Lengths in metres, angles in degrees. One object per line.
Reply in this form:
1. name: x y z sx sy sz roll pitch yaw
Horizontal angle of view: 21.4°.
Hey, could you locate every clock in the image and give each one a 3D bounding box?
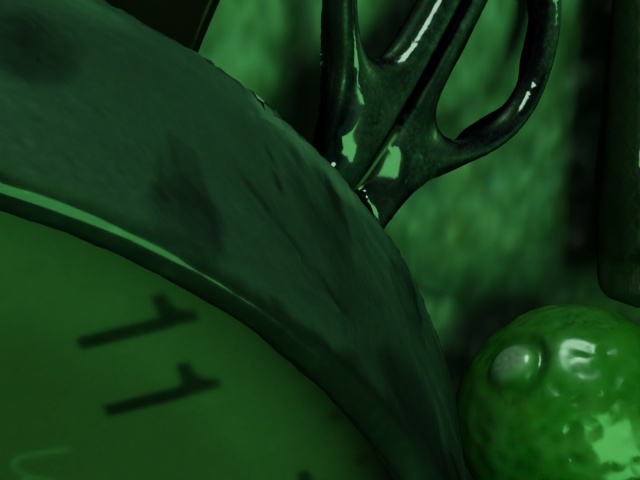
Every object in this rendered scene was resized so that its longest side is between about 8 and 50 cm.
1. clock: -0.145 0.104 0.423 0.386 0.076 0.386 -5 128 -6

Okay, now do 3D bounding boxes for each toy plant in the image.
1. toy plant: 0.137 0.135 0.671 0.235 0.175 0.218 4 97 -5

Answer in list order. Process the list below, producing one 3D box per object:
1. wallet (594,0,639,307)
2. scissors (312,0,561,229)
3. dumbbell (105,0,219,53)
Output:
1. wallet: 0.181 -0.101 0.684 0.168 0.052 0.245 -7 105 -30
2. scissors: 0.000 0.000 0.574 0.109 0.022 0.300 42 67 -33
3. dumbbell: -0.063 -0.052 0.461 0.140 0.124 0.225 9 121 -33
